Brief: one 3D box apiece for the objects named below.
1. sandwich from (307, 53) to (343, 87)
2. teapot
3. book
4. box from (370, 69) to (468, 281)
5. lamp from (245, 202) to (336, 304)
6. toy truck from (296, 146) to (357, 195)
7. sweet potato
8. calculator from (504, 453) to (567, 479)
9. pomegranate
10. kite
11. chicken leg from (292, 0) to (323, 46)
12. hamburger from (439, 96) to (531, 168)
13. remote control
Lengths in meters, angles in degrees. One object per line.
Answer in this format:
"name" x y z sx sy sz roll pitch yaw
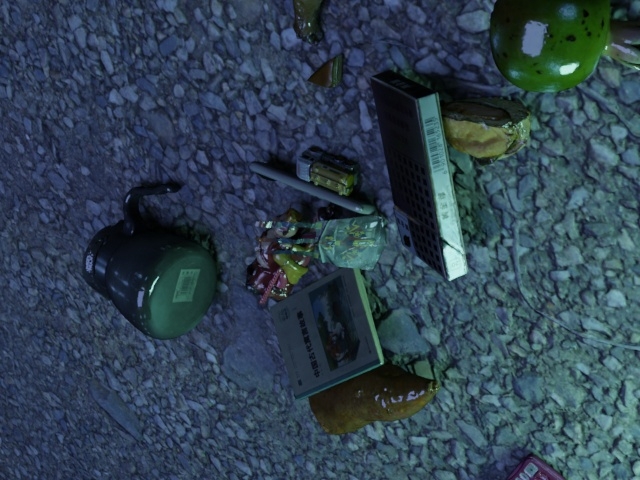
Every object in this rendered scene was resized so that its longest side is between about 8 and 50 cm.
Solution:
"sandwich" 0.015 -0.286 1.800 0.044 0.031 0.083 57 140 0
"teapot" -0.397 0.037 2.251 0.285 0.223 0.305 23 133 37
"book" 0.010 0.186 2.071 0.283 0.025 0.214 -33 66 46
"box" 0.164 -0.108 1.723 0.180 0.047 0.324 -137 31 -60
"lamp" -0.061 0.009 2.002 0.118 0.118 0.253 41 132 11
"toy truck" 0.012 -0.124 1.890 0.123 0.063 0.052 23 132 27
"sweet potato" 0.117 0.299 2.051 0.337 0.131 0.131 -27 99 47
"calculator" 0.410 0.497 2.000 0.127 0.034 0.190 40 131 14
"pomegranate" 0.345 -0.288 1.425 0.225 0.187 0.187 11 129 5
"kite" 0.000 0.001 1.920 0.245 0.015 0.141 3 130 -4
"chicken leg" -0.021 -0.415 1.712 0.125 0.080 0.196 35 138 -1
"hamburger" 0.263 -0.170 1.630 0.176 0.087 0.102 15 138 44
"remote control" -0.018 -0.096 1.934 0.261 0.067 0.029 23 99 28
